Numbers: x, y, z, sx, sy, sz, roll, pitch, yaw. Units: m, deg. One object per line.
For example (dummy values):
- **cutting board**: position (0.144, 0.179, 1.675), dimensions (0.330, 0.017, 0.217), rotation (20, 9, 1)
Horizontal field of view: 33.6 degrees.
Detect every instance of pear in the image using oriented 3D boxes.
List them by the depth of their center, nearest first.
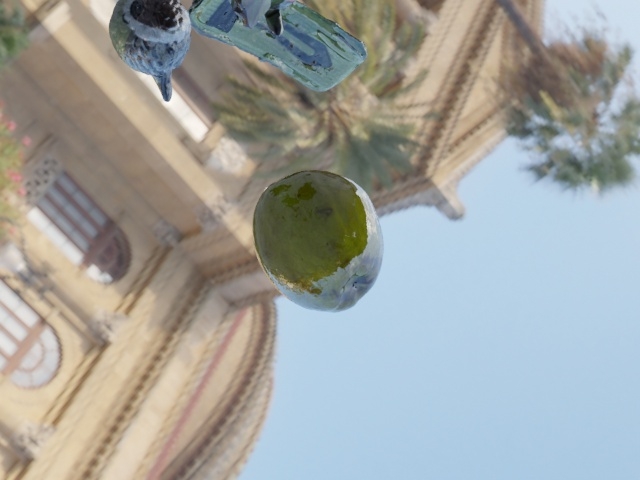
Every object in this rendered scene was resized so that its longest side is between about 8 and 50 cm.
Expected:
- **pear**: position (0.000, 0.000, 1.176), dimensions (0.149, 0.149, 0.162), rotation (-36, -123, 11)

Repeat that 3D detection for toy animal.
- **toy animal**: position (-0.191, -0.234, 1.262), dimensions (0.098, 0.137, 0.098), rotation (-24, -162, 8)

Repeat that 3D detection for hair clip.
- **hair clip**: position (-0.071, -0.354, 1.733), dimensions (0.138, 0.321, 0.091), rotation (-38, -132, 30)

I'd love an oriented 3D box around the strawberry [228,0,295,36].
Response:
- **strawberry**: position (-0.075, -0.357, 1.113), dimensions (0.106, 0.188, 0.286), rotation (9, -99, 30)
